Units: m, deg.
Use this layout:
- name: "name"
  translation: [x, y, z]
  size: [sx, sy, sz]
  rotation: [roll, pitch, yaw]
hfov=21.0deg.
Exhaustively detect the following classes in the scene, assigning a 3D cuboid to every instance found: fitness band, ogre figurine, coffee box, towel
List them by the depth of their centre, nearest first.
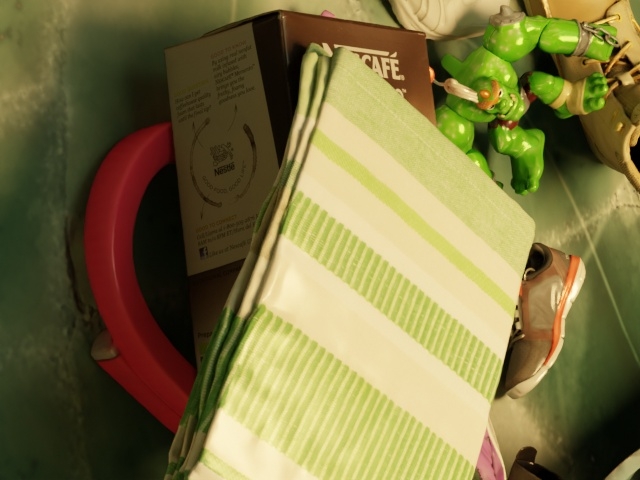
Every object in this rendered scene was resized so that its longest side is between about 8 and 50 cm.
- name: "towel"
  translation: [0.031, 0.063, 1.128]
  size: [0.248, 0.038, 0.325]
  rotation: [39, 55, -35]
- name: "coffee box"
  translation: [0.000, 0.000, 1.223]
  size: [0.168, 0.119, 0.297]
  rotation: [-1, 82, -49]
- name: "fitness band"
  translation: [-0.067, 0.043, 1.269]
  size: [0.291, 0.054, 0.209]
  rotation: [47, 49, -34]
- name: "ogre figurine"
  translation: [0.163, -0.118, 1.501]
  size: [0.118, 0.197, 0.097]
  rotation: [26, 34, -26]

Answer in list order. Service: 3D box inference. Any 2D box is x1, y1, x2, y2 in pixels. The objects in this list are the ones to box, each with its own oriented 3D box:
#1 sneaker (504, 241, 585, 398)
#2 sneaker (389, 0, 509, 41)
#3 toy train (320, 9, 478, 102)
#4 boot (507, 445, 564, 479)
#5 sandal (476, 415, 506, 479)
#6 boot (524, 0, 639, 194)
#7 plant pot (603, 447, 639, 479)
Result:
- name: "sneaker"
  translation: [0.184, 0.070, 1.557]
  size: [0.065, 0.061, 0.158]
  rotation: [31, 57, -11]
- name: "sneaker"
  translation: [0.100, -0.238, 1.452]
  size: [0.232, 0.115, 0.090]
  rotation: [25, 66, -44]
- name: "toy train"
  translation: [0.054, -0.131, 1.389]
  size: [0.046, 0.125, 0.166]
  rotation: [-59, 152, 11]
- name: "boot"
  translation: [0.181, 0.263, 1.373]
  size: [0.077, 0.198, 0.137]
  rotation: [14, 104, -34]
- name: "sandal"
  translation: [0.099, 0.201, 1.362]
  size: [0.169, 0.102, 0.416]
  rotation: [10, 82, -62]
- name: "boot"
  translation: [0.271, -0.155, 1.576]
  size: [0.203, 0.095, 0.262]
  rotation: [-109, 177, -69]
- name: "plant pot"
  translation: [0.402, 0.261, 1.529]
  size: [0.334, 0.341, 0.341]
  rotation: [-42, 117, -71]
